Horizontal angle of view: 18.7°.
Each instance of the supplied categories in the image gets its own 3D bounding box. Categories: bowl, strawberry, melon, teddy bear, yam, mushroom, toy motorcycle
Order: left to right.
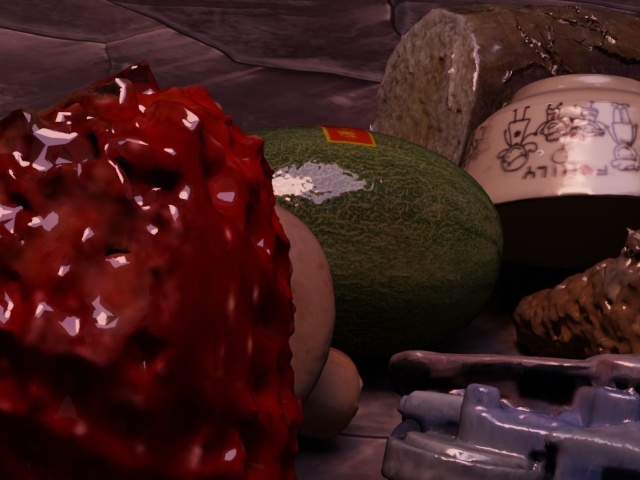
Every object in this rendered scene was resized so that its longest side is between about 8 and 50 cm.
[{"bbox_3d":[-0.138,0.098,1.126,0.317,0.345,0.295,-24,-1,-12],"label":"strawberry"},{"bbox_3d":[-0.075,0.064,1.348,0.206,0.206,0.209,23,7,23],"label":"mushroom"},{"bbox_3d":[0.000,0.000,1.495,0.288,0.182,0.182,6,26,-18],"label":"melon"},{"bbox_3d":[0.209,-0.128,1.839,0.271,0.201,0.202,4,27,-29],"label":"yam"},{"bbox_3d":[0.223,-0.060,1.634,0.238,0.126,0.238,1,-16,0],"label":"bowl"},{"bbox_3d":[0.193,0.148,1.274,0.319,0.182,0.241,12,26,4],"label":"toy motorcycle"},{"bbox_3d":[0.316,0.063,1.530,0.256,0.156,0.267,-2,28,-29],"label":"teddy bear"}]
